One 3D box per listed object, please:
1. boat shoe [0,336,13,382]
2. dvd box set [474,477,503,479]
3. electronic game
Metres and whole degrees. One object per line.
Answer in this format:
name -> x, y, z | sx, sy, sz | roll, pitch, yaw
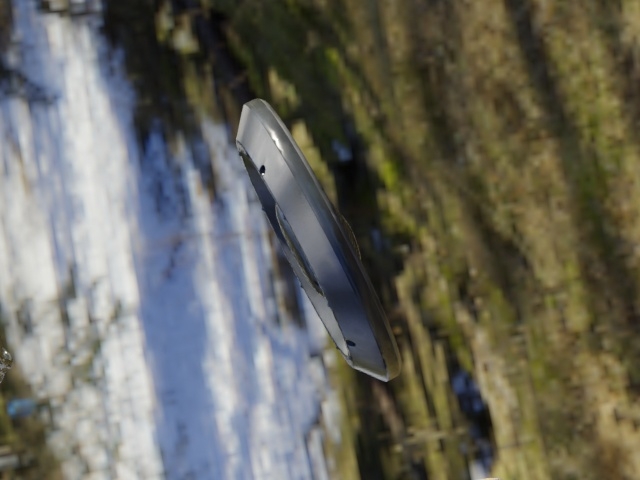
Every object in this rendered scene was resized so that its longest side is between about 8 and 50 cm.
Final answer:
boat shoe -> -0.216, 0.064, 1.050 | 0.049, 0.040, 0.142 | 34, 164, 7
dvd box set -> 0.115, 0.331, 0.706 | 0.307, 0.062, 0.420 | 37, -135, -59
electronic game -> 0.000, 0.000, 1.261 | 0.229, 0.048, 0.229 | 62, 175, 10
